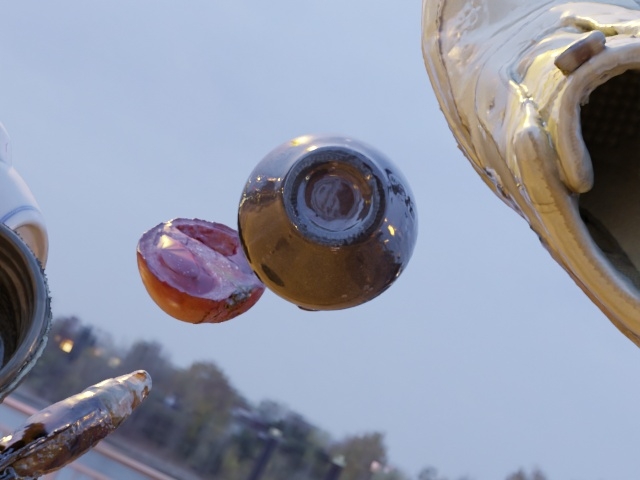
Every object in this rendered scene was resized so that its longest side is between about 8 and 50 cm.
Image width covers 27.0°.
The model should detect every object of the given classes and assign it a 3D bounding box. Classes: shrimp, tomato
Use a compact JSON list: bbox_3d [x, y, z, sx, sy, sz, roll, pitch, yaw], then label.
[{"bbox_3d":[-0.351,0.251,1.620,0.233,0.365,0.071,-28,-89,38],"label":"shrimp"},{"bbox_3d":[-0.177,0.054,1.888,0.173,0.099,0.189,42,36,26],"label":"tomato"}]

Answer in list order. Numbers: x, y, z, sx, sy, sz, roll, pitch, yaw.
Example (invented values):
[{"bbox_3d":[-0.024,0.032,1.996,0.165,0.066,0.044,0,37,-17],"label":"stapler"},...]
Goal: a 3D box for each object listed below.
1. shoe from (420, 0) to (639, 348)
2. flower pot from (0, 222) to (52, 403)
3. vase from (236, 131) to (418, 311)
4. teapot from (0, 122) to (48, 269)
[{"bbox_3d":[0.139,-0.051,0.597,0.342,0.132,0.210,57,7,31],"label":"shoe"},{"bbox_3d":[-0.371,0.093,1.274,0.235,0.235,0.140,24,-32,5],"label":"flower pot"},{"bbox_3d":[0.000,0.000,0.917,0.120,0.120,0.183,25,-19,2],"label":"vase"},{"bbox_3d":[-0.466,-0.002,1.517,0.280,0.424,0.252,20,-13,15],"label":"teapot"}]
